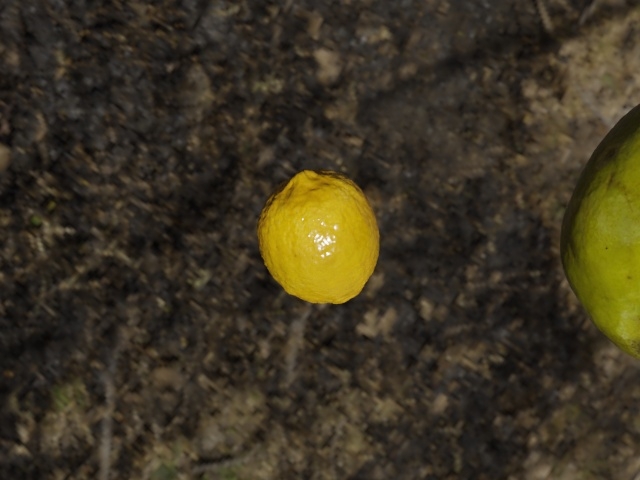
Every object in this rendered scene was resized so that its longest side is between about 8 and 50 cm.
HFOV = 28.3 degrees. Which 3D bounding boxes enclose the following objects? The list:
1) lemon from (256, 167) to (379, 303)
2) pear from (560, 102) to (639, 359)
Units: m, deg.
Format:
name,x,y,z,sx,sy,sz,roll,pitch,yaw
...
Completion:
name,x,y,z,sx,sy,sz,roll,pitch,yaw
lemon,0.000,0.000,1.473,0.142,0.142,0.187,-40,130,-22
pear,0.434,-0.042,1.481,0.375,0.287,0.287,-68,150,-22
